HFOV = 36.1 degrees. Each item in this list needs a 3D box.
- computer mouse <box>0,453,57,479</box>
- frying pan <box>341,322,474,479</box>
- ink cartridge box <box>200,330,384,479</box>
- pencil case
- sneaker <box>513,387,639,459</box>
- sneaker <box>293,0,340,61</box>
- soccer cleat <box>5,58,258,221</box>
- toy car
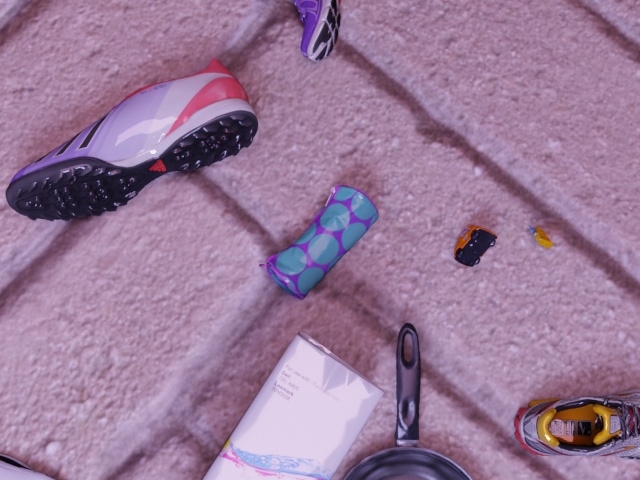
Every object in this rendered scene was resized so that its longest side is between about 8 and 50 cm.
[{"bbox_3d":[-0.331,0.313,1.156,0.193,0.042,0.106,23,81,1],"label":"computer mouse"},{"bbox_3d":[0.080,0.285,1.176,0.197,0.053,0.326,-21,80,-6],"label":"frying pan"},{"bbox_3d":[-0.056,0.254,1.098,0.117,0.201,0.278,33,80,3],"label":"ink cartridge box"},{"bbox_3d":[0.000,0.000,1.216,0.070,0.064,0.152,44,80,-11],"label":"pencil case"},{"bbox_3d":[0.353,0.225,1.178,0.225,0.093,0.088,-6,80,-4],"label":"sneaker"},{"bbox_3d":[-0.011,-0.310,1.281,0.071,0.068,0.170,1,71,13],"label":"sneaker"},{"bbox_3d":[-0.239,-0.123,1.218,0.318,0.109,0.116,-23,61,-5],"label":"soccer cleat"},{"bbox_3d":[0.227,0.005,1.250,0.122,0.060,0.040,6,35,-18],"label":"toy car"}]
